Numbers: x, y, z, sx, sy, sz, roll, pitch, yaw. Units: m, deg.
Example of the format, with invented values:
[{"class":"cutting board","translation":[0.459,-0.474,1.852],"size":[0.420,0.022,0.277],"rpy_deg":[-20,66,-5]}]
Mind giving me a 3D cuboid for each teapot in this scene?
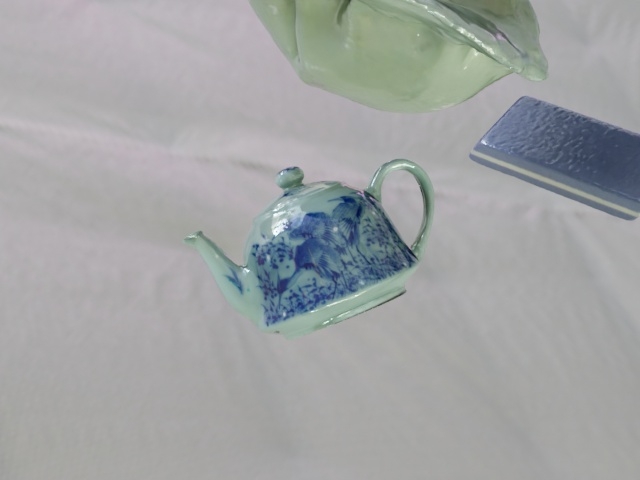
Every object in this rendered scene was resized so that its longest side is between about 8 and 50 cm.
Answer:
[{"class":"teapot","translation":[0.000,0.000,1.507],"size":[0.232,0.159,0.159],"rpy_deg":[-22,-117,-13]}]

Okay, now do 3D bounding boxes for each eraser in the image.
[{"class":"eraser","translation":[0.249,-0.083,1.634],"size":[0.225,0.036,0.082],"rpy_deg":[24,-122,37]}]

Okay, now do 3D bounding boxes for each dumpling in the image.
[{"class":"dumpling","translation":[0.039,-0.240,1.497],"size":[0.270,0.320,0.212],"rpy_deg":[38,-121,-31]}]
